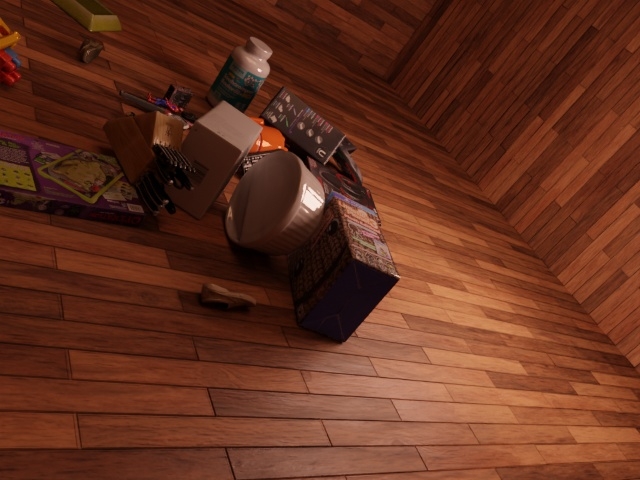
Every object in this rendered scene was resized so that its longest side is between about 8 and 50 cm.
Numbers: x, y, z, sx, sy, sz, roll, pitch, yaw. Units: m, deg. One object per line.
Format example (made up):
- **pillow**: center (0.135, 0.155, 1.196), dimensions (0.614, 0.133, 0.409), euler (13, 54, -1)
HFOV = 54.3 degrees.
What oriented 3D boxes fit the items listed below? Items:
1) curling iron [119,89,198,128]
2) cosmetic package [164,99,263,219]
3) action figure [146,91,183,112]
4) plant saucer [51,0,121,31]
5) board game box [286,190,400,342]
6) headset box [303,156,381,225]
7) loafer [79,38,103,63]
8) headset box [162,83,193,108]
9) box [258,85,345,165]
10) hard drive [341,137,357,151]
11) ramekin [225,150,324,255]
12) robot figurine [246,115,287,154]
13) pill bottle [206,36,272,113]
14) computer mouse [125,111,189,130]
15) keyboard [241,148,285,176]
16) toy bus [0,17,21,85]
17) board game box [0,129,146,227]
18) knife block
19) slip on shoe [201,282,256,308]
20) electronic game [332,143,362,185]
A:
- **curling iron**: center (-0.476, -0.390, 1.869), dimensions (0.274, 0.035, 0.068), euler (13, 30, -43)
- **cosmetic package**: center (-0.280, -0.211, 1.603), dimensions (0.138, 0.224, 0.224), euler (33, 26, -9)
- **action figure**: center (-0.479, -0.424, 1.934), dimensions (0.115, 0.030, 0.038), euler (22, 24, -34)
- **plant saucer**: center (-0.787, -0.785, 2.115), dimensions (0.188, 0.045, 0.188), euler (38, 25, 1)
- **board game box**: center (0.045, 0.061, 1.561), dimensions (0.141, 0.232, 0.291), euler (25, 27, -25)
- **headset box**: center (0.034, -0.132, 2.012), dimensions (0.293, 0.110, 0.218), euler (26, 28, -24)
- **loafer**: center (-0.696, -0.568, 1.864), dimensions (0.050, 0.056, 0.148), euler (30, 16, -15)
- **headset box**: center (-0.455, -0.458, 1.979), dimensions (0.083, 0.062, 0.032), euler (3, 42, -52)
- **box**: center (-0.078, -0.367, 2.133), dimensions (0.270, 0.143, 0.165), euler (37, -18, -7)
- **hard drive**: center (0.021, -0.439, 2.577), dimensions (0.255, 0.054, 0.172), euler (42, 25, 10)
- **ramekin**: center (-0.108, -0.084, 1.588), dimensions (0.127, 0.273, 0.273), euler (33, 23, -39)
- **robot figurine**: center (-0.205, -0.309, 1.979), dimensions (0.128, 0.158, 0.219), euler (23, 12, 38)
- **pill bottle**: center (-0.273, -0.568, 2.164), dimensions (0.146, 0.264, 0.146), euler (29, 26, -16)
- **computer mouse**: center (-0.460, -0.325, 1.779), dimensions (0.106, 0.042, 0.193), euler (45, 31, 25)
- **keyboard**: center (-0.168, -0.220, 1.921), dimensions (0.023, 0.108, 0.180), euler (2, 14, 45)
- **toy bus**: center (-0.801, -0.444, 1.441), dimensions (0.211, 0.149, 0.220), euler (47, 24, -18)
- **board game box**: center (-0.560, -0.134, 1.322), dimensions (0.347, 0.056, 0.208), euler (11, 40, -44)
- **knife block**: center (-0.411, -0.171, 1.466), dimensions (0.276, 0.242, 0.088), euler (1, -10, 36)
- **slip on shoe**: center (-0.200, 0.130, 1.355), dimensions (0.135, 0.051, 0.041), euler (26, 67, -41)
- **electronic game**: center (0.085, -0.290, 2.316), dimensions (0.229, 0.048, 0.229), euler (55, -3, 4)
